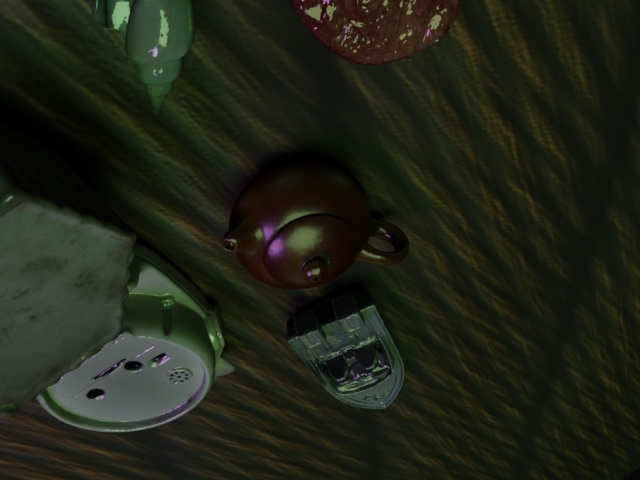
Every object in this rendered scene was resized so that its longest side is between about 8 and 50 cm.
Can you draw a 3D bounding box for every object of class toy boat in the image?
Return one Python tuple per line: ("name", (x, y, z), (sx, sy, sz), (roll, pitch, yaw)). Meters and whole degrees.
("toy boat", (0.060, 0.198, 0.906), (0.141, 0.092, 0.320), (-23, 135, 6))

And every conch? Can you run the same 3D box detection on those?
("conch", (-0.154, -0.201, 0.508), (0.065, 0.088, 0.180), (-37, 146, -50))

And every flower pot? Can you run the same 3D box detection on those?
("flower pot", (-0.309, 0.017, 0.500), (0.209, 0.189, 0.239), (-13, 132, -47))

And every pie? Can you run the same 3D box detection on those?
("pie", (0.060, -0.254, 0.529), (0.182, 0.050, 0.183), (-8, 132, -9))

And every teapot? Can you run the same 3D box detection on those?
("teapot", (0.000, 0.000, 0.682), (0.251, 0.135, 0.178), (7, 132, -22))

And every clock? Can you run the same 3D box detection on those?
("clock", (-0.262, 0.154, 0.753), (0.265, 0.109, 0.324), (-34, 132, 13))
